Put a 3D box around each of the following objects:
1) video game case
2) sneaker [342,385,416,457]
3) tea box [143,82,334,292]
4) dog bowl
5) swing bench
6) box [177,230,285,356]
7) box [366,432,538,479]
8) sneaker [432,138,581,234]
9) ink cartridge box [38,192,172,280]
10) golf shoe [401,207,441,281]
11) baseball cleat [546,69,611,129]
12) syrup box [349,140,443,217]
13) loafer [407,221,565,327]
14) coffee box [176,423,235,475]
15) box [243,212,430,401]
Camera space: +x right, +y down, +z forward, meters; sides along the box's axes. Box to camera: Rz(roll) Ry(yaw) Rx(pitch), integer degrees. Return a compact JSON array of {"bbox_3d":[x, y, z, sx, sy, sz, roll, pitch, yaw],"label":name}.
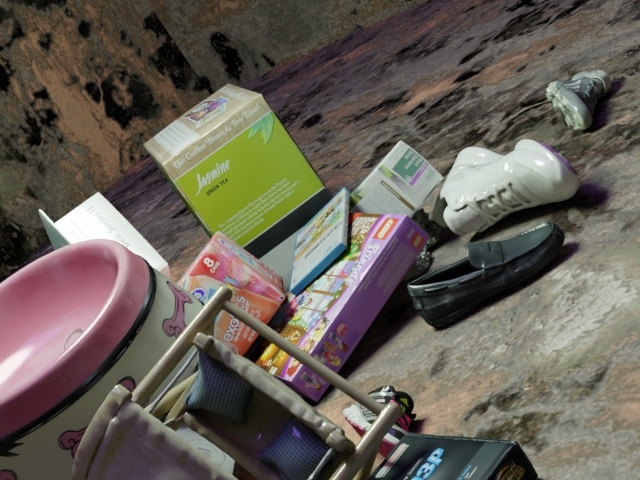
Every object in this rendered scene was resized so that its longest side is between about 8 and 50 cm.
[{"bbox_3d":[0.000,0.000,1.835,0.119,0.015,0.166,-44,20,26],"label":"video game case"},{"bbox_3d":[0.082,0.210,1.414,0.075,0.063,0.170,-43,13,-8],"label":"sneaker"},{"bbox_3d":[-0.138,-0.097,2.221,0.220,0.323,0.329,-36,16,-6],"label":"tea box"},{"bbox_3d":[-0.353,0.161,1.578,0.408,0.150,0.408,-27,28,16],"label":"dog bowl"},{"bbox_3d":[-0.094,0.233,1.292,0.255,0.253,0.165,-45,-22,-35],"label":"swing bench"},{"bbox_3d":[-0.154,0.091,1.886,0.154,0.142,0.300,-53,5,3],"label":"box"},{"bbox_3d":[0.091,0.289,1.203,0.220,0.051,0.175,-45,20,-30],"label":"box"},{"bbox_3d":[0.275,-0.066,1.789,0.152,0.114,0.305,-54,18,-15],"label":"sneaker"},{"bbox_3d":[-0.352,0.063,2.074,0.119,0.207,0.353,-39,-24,-18],"label":"ink cartridge box"},{"bbox_3d":[0.130,0.025,1.868,0.086,0.069,0.176,-43,3,38],"label":"golf shoe"},{"bbox_3d":[0.439,-0.245,1.994,0.109,0.072,0.206,-25,21,6],"label":"baseball cleat"},{"bbox_3d":[0.085,-0.046,1.931,0.237,0.096,0.093,-49,2,46],"label":"syrup box"},{"bbox_3d":[0.222,0.035,1.611,0.223,0.078,0.076,-31,17,9],"label":"loafer"},{"bbox_3d":[-0.169,0.293,1.501,0.246,0.098,0.141,-87,19,-70],"label":"coffee box"},{"bbox_3d":[0.017,0.089,1.759,0.293,0.057,0.201,-55,22,-14],"label":"box"}]
